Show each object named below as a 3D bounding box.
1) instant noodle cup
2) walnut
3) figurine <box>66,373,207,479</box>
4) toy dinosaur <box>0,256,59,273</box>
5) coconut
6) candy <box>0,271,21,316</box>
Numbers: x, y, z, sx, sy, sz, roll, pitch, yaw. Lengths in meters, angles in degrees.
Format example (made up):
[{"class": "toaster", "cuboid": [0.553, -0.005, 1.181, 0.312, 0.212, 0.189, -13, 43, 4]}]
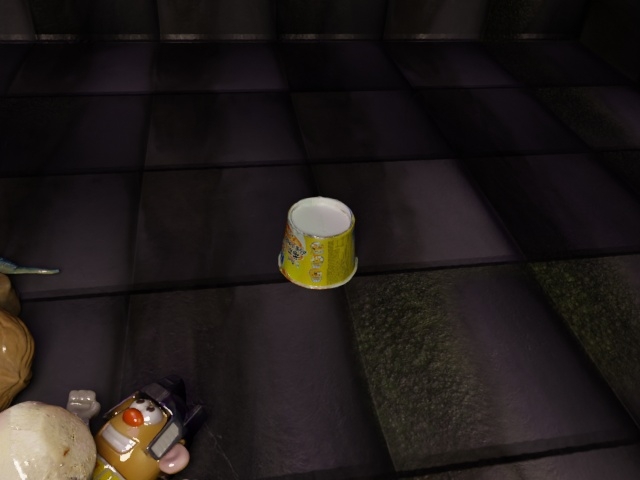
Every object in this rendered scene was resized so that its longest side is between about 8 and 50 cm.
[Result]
[{"class": "instant noodle cup", "cuboid": [0.000, 0.000, 1.295, 0.205, 0.153, 0.205, 3, 42, -3]}, {"class": "walnut", "cuboid": [-0.628, 0.218, 0.949, 0.228, 0.228, 0.228, 3, 41, -2]}, {"class": "figurine", "cuboid": [-0.322, 0.352, 0.868, 0.308, 0.143, 0.308, 10, 52, -14]}, {"class": "toy dinosaur", "cuboid": [-0.786, 0.057, 1.213, 0.363, 0.076, 0.147, 11, 37, 11]}, {"class": "coconut", "cuboid": [-0.402, 0.312, 0.708, 0.183, 0.171, 0.171, -36, 49, -1]}, {"class": "candy", "cuboid": [-0.750, 0.143, 1.097, 0.234, 0.104, 0.102, -25, 54, -29]}]
